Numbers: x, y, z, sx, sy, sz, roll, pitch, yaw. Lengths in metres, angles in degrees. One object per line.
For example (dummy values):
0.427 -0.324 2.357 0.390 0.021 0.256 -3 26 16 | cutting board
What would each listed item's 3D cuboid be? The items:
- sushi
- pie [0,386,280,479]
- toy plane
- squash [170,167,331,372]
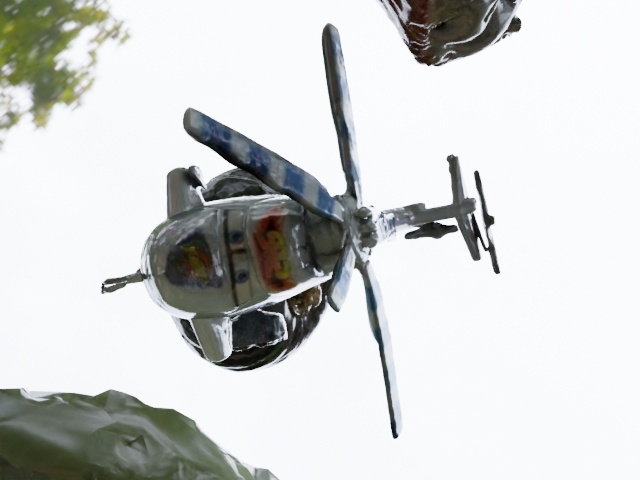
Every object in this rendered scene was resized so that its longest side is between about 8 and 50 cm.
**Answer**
0.081 -0.214 0.931 0.130 0.332 0.124 -30 -104 -8 | sushi
-0.101 0.185 0.517 0.371 0.078 0.296 30 -66 -18 | pie
-0.002 -0.011 0.702 0.107 0.273 0.182 -11 -72 24 | toy plane
-0.063 0.025 1.368 0.156 0.193 0.193 35 -64 11 | squash
